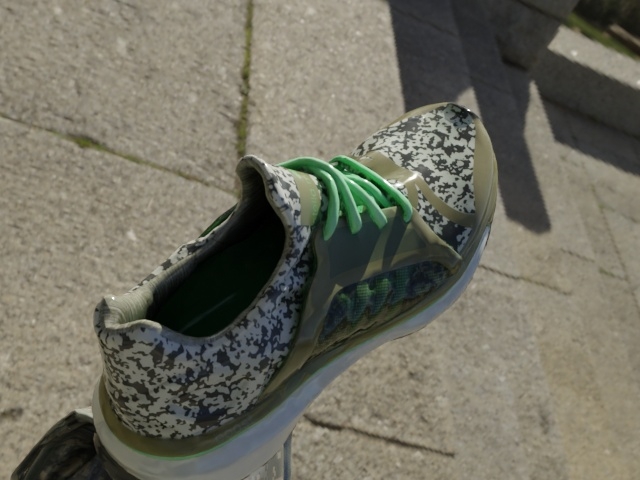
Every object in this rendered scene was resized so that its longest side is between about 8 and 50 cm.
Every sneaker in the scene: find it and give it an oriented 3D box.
[{"bbox_3d":[0.000,0.000,0.627,0.158,0.182,0.410,31,58,26],"label":"sneaker"}]

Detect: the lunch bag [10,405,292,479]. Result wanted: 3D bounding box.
[{"bbox_3d":[-0.146,0.254,0.787,0.169,0.286,0.235,17,11,35],"label":"lunch bag"}]
